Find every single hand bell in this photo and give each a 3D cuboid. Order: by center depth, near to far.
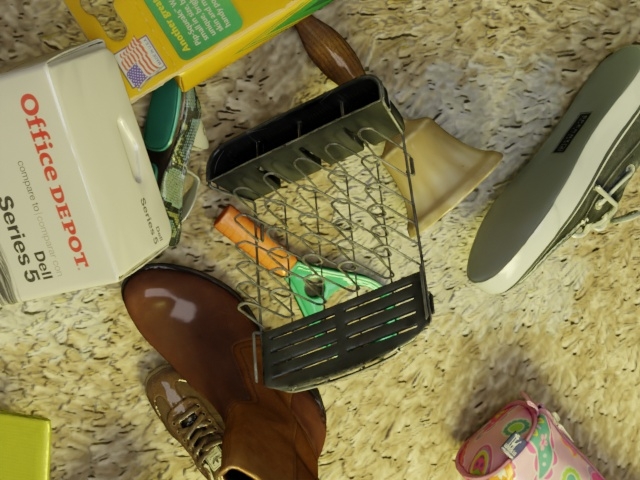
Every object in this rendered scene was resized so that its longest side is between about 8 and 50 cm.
[{"bbox_3d":[0.057,-0.133,1.300,0.126,0.126,0.242,-43,94,-2],"label":"hand bell"}]

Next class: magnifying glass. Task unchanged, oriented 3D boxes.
[{"bbox_3d":[-0.014,0.043,1.342,0.231,0.026,0.092,38,90,-15],"label":"magnifying glass"}]

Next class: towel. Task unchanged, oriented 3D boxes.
[{"bbox_3d":[-0.319,0.286,1.301,0.102,0.021,0.237,6,99,14],"label":"towel"}]

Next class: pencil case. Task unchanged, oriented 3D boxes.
[{"bbox_3d":[0.277,0.293,1.400,0.124,0.124,0.284,-46,103,-1],"label":"pencil case"}]

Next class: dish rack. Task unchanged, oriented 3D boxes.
[{"bbox_3d":[0.000,0.000,1.207,0.208,0.272,0.074,-24,144,27],"label":"dish rack"}]

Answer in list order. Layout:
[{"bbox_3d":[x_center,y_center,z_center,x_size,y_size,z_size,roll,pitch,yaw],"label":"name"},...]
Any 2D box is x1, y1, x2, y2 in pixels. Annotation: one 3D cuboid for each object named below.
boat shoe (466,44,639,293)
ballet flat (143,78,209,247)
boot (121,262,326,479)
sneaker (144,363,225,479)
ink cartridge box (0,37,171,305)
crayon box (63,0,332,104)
[{"bbox_3d":[0.272,-0.055,1.345,0.105,0.113,0.306,41,74,-22],"label":"boat shoe"},{"bbox_3d":[-0.145,-0.081,1.279,0.070,0.070,0.189,14,96,-14],"label":"ballet flat"},{"bbox_3d":[-0.091,0.159,1.210,0.096,0.280,0.264,-37,108,11],"label":"boot"},{"bbox_3d":[-0.108,0.206,1.326,0.066,0.071,0.188,-39,106,-3],"label":"sneaker"},{"bbox_3d":[-0.298,-0.047,1.158,0.272,0.115,0.198,-12,104,22],"label":"ink cartridge box"},{"bbox_3d":[-0.091,-0.286,1.211,0.323,0.083,0.203,-32,87,-6],"label":"crayon box"}]
